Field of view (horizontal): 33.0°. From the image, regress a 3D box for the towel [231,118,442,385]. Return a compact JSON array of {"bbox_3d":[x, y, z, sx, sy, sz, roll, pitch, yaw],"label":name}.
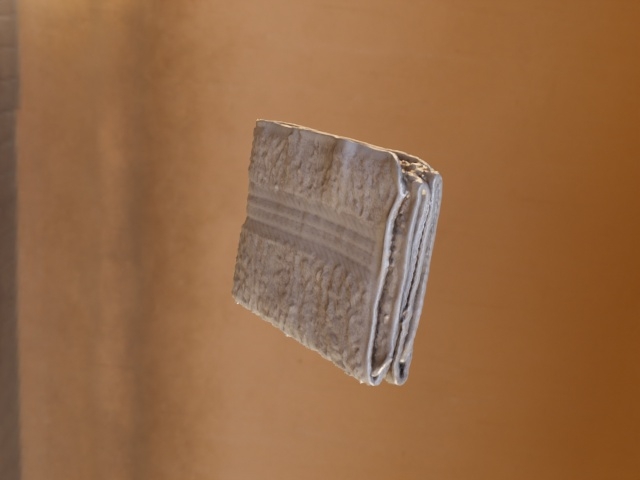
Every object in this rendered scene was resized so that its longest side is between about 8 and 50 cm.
[{"bbox_3d":[0.000,0.000,0.940,0.282,0.049,0.187,22,-76,57],"label":"towel"}]
